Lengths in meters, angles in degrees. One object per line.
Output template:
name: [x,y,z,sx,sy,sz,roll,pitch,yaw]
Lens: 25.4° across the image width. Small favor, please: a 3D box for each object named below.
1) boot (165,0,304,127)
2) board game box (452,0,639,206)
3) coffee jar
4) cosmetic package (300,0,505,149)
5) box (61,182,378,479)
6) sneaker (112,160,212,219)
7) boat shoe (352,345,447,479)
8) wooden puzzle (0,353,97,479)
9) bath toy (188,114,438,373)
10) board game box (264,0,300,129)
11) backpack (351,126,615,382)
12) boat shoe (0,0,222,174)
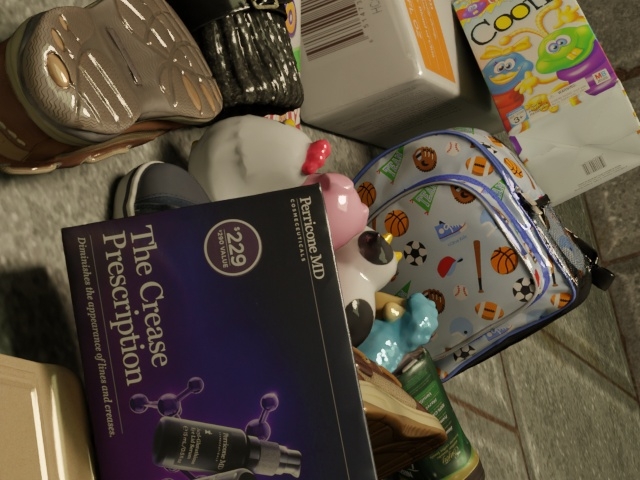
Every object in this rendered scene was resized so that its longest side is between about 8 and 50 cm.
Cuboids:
boot: [-0.134,-0.233,1.261,0.348,0.131,0.260,-3,89,-54]
board game box: [0.281,-0.200,1.746,0.142,0.144,0.275,53,15,-41]
coffee jar: [0.105,0.203,1.535,0.079,0.096,0.184,-38,113,-27]
cosmetic package: [0.100,-0.253,1.833,0.453,0.161,0.230,6,67,-69]
box: [-0.065,0.108,0.984,0.103,0.184,0.261,117,-38,-80]
sneaker: [-0.067,0.062,1.132,0.126,0.127,0.321,13,52,-52]
boat shoe: [0.028,0.153,1.341,0.123,0.123,0.342,64,9,22]
wooden puzzle: [-0.215,0.166,0.832,0.238,0.044,0.221,22,52,-58]
bath toy: [0.000,0.000,1.368,0.348,0.129,0.151,55,26,-45]
board game box: [-0.057,-0.222,1.481,0.124,0.039,0.259,3,85,-69]
backpack: [0.146,0.007,1.625,0.263,0.276,0.213,61,17,11]
boat shoe: [-0.175,-0.117,1.075,0.123,0.116,0.324,64,19,2]
